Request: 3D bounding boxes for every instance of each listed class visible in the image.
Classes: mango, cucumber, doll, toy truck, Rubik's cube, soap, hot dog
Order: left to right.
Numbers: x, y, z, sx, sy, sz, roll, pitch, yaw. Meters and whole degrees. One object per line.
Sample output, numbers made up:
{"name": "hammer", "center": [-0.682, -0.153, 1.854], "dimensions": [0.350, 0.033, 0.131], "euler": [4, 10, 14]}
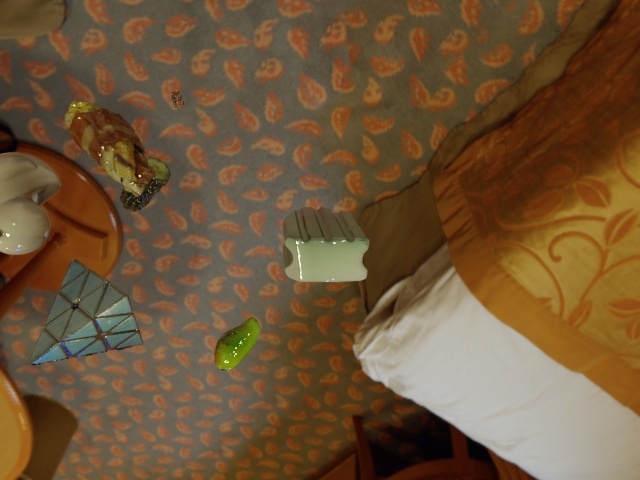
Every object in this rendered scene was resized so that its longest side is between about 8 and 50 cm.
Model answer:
{"name": "doll", "center": [-0.700, -0.077, 1.228], "dimensions": [0.221, 0.251, 0.221], "euler": [17, 132, 20]}
{"name": "Rubik's cube", "center": [-0.608, 0.203, 1.426], "dimensions": [0.228, 0.229, 0.233], "euler": [10, 102, -5]}
{"name": "hot dog", "center": [-0.400, -0.187, 1.034], "dimensions": [0.213, 0.146, 0.103], "euler": [45, 77, 6]}
{"name": "cucumber", "center": [-0.409, -0.117, 1.209], "dimensions": [0.077, 0.077, 0.265], "euler": [39, 146, -18]}
{"name": "toy truck", "center": [-0.421, -0.416, 1.561], "dimensions": [0.032, 0.083, 0.024], "euler": [-27, 138, 2]}
{"name": "mango", "center": [-0.326, 0.397, 2.067], "dimensions": [0.125, 0.111, 0.233], "euler": [37, 78, -8]}
{"name": "soap", "center": [0.000, 0.000, 1.444], "dimensions": [0.208, 0.347, 0.115], "euler": [1, 106, -6]}
